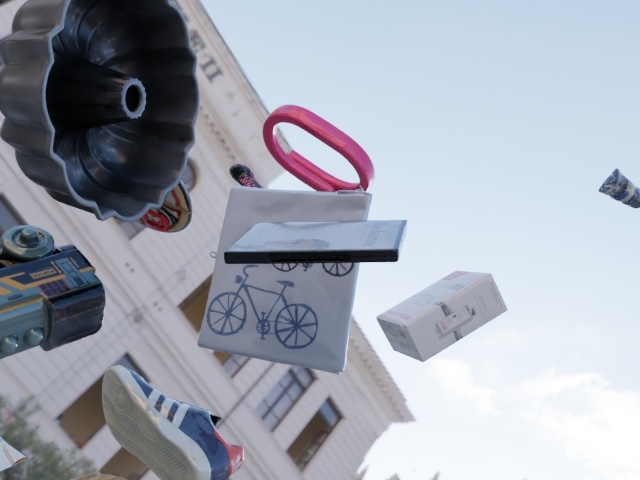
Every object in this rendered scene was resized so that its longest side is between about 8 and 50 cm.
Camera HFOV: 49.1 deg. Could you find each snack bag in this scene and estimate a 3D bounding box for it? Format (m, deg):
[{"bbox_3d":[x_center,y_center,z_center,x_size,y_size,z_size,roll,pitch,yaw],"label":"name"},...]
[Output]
[{"bbox_3d":[-0.073,0.059,1.325,0.323,0.342,0.037,4,-10,27],"label":"snack bag"}]

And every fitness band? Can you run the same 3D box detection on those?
[{"bbox_3d":[-0.005,-0.203,1.643,0.291,0.054,0.209,33,-29,5],"label":"fitness band"}]

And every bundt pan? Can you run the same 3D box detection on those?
[{"bbox_3d":[-0.298,-0.191,0.932,0.124,0.330,0.330,7,-48,20],"label":"bundt pan"}]

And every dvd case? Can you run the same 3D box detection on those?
[{"bbox_3d":[0.000,0.000,1.064,0.253,0.180,0.022,-1,-75,11],"label":"dvd case"}]

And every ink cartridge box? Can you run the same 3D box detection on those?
[{"bbox_3d":[0.320,0.196,1.881,0.117,0.283,0.207,64,-14,-8],"label":"ink cartridge box"}]

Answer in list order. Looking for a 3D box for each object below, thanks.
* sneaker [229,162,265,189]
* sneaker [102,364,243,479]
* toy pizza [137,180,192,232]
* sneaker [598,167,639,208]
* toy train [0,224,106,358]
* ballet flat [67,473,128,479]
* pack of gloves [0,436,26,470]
[{"bbox_3d":[-0.164,-0.131,1.629,0.119,0.047,0.057,45,6,-28],"label":"sneaker"},{"bbox_3d":[-0.282,0.348,1.333,0.350,0.148,0.131,34,-64,36],"label":"sneaker"},{"bbox_3d":[-0.308,-0.083,1.184,0.201,0.032,0.201,19,-39,17],"label":"toy pizza"},{"bbox_3d":[0.531,-0.084,1.228,0.058,0.135,0.052,35,-68,-3],"label":"sneaker"},{"bbox_3d":[-0.471,0.089,0.988,0.190,0.334,0.142,40,-54,28],"label":"toy train"},{"bbox_3d":[-0.161,0.219,0.539,0.206,0.073,0.067,-8,-17,26],"label":"ballet flat"},{"bbox_3d":[-0.855,0.494,1.666,0.232,0.195,0.046,19,-67,34],"label":"pack of gloves"}]
